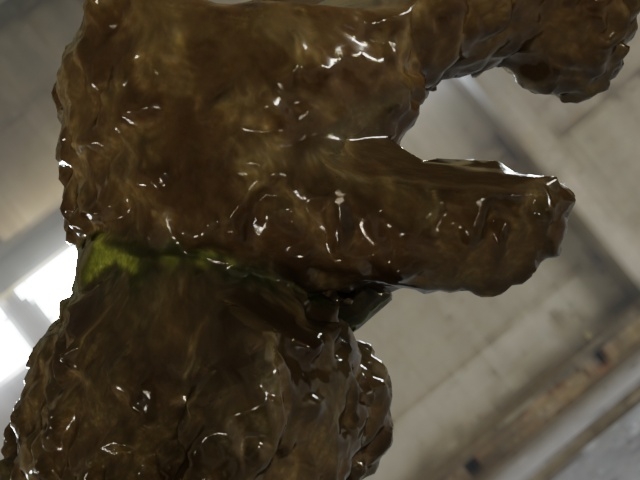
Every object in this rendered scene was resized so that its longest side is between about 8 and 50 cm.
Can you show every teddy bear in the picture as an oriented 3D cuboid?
[{"bbox_3d":[0.007,0.000,0.642,0.296,0.223,0.246,-16,6,-43],"label":"teddy bear"}]
